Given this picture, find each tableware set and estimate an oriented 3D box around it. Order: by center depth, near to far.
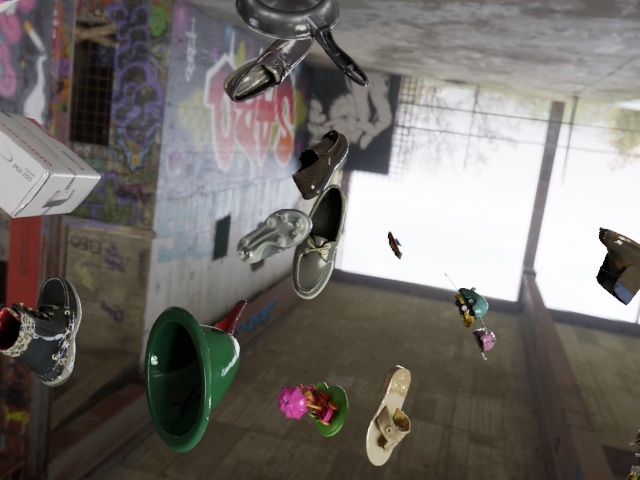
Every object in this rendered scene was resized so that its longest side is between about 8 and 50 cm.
[{"bbox_3d":[0.670,0.439,1.357,0.024,0.154,0.104,26,163,7],"label":"tableware set"}]

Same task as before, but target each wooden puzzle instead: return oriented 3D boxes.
[{"bbox_3d":[0.200,0.015,1.781,0.014,0.079,0.116,-25,156,-6],"label":"wooden puzzle"}]

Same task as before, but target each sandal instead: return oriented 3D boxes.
[{"bbox_3d":[0.171,0.416,1.506,0.088,0.240,0.079,14,180,-30],"label":"sandal"}]

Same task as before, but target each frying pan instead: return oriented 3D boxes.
[{"bbox_3d":[-0.045,-0.394,1.184,0.197,0.053,0.326,-8,-126,-12],"label":"frying pan"}]

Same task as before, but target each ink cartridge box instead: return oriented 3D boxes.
[{"bbox_3d":[-0.462,-0.120,1.021,0.158,0.092,0.218,41,-178,-3],"label":"ink cartridge box"}]

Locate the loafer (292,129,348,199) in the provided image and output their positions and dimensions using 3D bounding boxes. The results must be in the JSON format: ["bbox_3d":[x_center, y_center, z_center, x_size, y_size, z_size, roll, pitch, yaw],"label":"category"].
[{"bbox_3d":[-0.002,-0.187,1.473,0.080,0.078,0.220,-22,-149,37],"label":"loafer"}]

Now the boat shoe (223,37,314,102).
[{"bbox_3d":[-0.130,-0.462,1.758,0.103,0.285,0.092,54,-175,-43],"label":"boat shoe"}]

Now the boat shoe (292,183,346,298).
[{"bbox_3d":[-0.004,-0.001,1.693,0.109,0.305,0.091,16,165,5],"label":"boat shoe"}]

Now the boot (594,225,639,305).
[{"bbox_3d":[0.558,0.052,1.215,0.219,0.106,0.082,25,-170,-37],"label":"boot"}]

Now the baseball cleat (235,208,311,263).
[{"bbox_3d":[-0.070,-0.015,1.209,0.205,0.072,0.109,-21,176,44],"label":"baseball cleat"}]

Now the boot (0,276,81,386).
[{"bbox_3d":[-0.547,0.146,1.266,0.085,0.236,0.179,-14,148,5],"label":"boot"}]

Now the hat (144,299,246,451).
[{"bbox_3d":[-0.122,0.167,0.893,0.183,0.209,0.173,4,162,-41],"label":"hat"}]

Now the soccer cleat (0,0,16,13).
[{"bbox_3d":[-0.417,-0.397,0.901,0.108,0.116,0.318,37,-130,11],"label":"soccer cleat"}]

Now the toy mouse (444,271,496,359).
[{"bbox_3d":[0.263,0.130,1.082,0.031,0.161,0.143,-21,-175,-2],"label":"toy mouse"}]

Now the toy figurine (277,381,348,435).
[{"bbox_3d":[-0.040,0.405,1.668,0.159,0.130,0.173,24,-170,-31],"label":"toy figurine"}]
